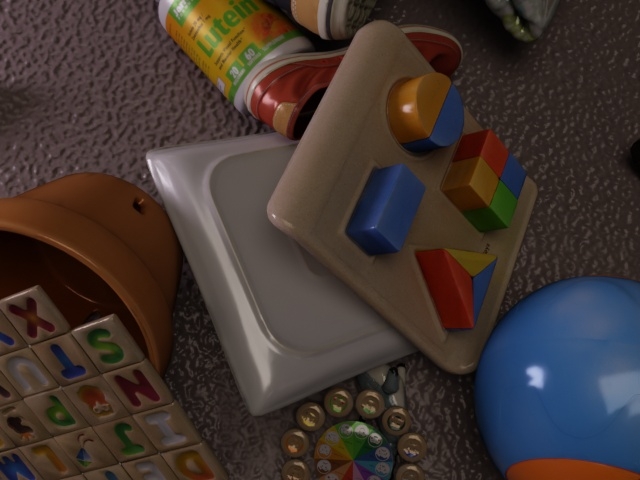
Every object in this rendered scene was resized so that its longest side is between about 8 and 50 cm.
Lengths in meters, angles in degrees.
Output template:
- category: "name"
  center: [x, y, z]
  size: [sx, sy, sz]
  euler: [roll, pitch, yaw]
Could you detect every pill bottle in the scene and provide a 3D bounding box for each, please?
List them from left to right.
- category: "pill bottle"
  center: [-0.134, -0.302, 1.102]
  size: [0.136, 0.136, 0.246]
  euler: [-40, 81, -13]

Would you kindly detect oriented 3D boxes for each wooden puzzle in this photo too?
- category: "wooden puzzle"
  center: [0.135, -0.055, 0.980]
  size: [0.348, 0.080, 0.322]
  euler: [39, 60, -26]

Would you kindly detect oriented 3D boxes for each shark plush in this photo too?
- category: "shark plush"
  center: [0.080, 0.222, 1.037]
  size: [0.067, 0.073, 0.161]
  euler: [-8, 96, 14]

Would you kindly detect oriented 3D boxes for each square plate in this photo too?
- category: "square plate"
  center: [0.000, 0.000, 1.009]
  size: [0.344, 0.049, 0.347]
  euler: [-16, 74, -32]

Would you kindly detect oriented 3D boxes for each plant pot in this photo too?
- category: "plant pot"
  center: [-0.284, 0.054, 0.925]
  size: [0.291, 0.291, 0.203]
  euler: [21, 34, 2]

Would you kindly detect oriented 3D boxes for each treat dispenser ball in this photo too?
- category: "treat dispenser ball"
  center: [0.322, 0.182, 0.926]
  size: [0.288, 0.288, 0.288]
  euler: [1, 75, -4]

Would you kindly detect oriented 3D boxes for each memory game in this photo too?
- category: "memory game"
  center: [0.039, 0.272, 0.996]
  size: [0.186, 0.012, 0.186]
  euler: [0, 93, 6]

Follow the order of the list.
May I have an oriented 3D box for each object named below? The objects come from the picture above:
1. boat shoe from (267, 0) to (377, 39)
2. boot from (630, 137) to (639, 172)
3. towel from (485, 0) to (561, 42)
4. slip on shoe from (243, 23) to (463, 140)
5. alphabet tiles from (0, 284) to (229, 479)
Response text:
- category: "boat shoe"
  center: [0.062, -0.477, 1.111]
  size: [0.156, 0.187, 0.500]
  euler: [21, 60, 13]
- category: "boot"
  center: [0.545, -0.112, 1.138]
  size: [0.198, 0.077, 0.137]
  euler: [41, 71, -6]
- category: "towel"
  center: [0.258, -0.511, 1.092]
  size: [0.374, 0.090, 0.320]
  euler: [49, 60, -30]
- category: "slip on shoe"
  center: [0.062, -0.204, 1.068]
  size: [0.331, 0.123, 0.101]
  euler: [-19, 55, -29]
- category: "alphabet tiles"
  center: [-0.272, 0.209, 0.885]
  size: [0.285, 0.011, 0.342]
  euler: [-19, 114, 24]
